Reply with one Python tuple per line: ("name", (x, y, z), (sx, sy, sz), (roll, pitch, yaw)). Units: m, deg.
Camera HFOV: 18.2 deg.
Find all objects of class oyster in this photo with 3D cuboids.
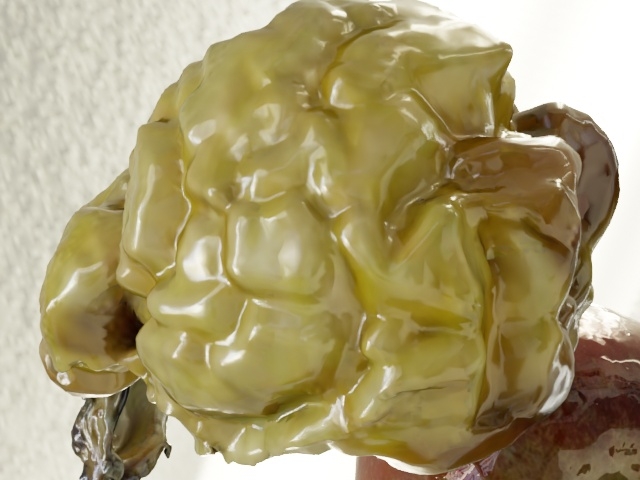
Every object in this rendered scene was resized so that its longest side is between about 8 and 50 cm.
("oyster", (-0.129, 0.048, 1.453), (0.078, 0.345, 0.129), (10, -19, 12))

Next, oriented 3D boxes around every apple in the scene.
("apple", (0.197, 0.218, 1.663), (0.348, 0.277, 0.349), (2, -95, -17))

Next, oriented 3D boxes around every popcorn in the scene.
("popcorn", (0.000, 0.000, 0.975), (0.265, 0.332, 0.225), (-13, -89, -50))
